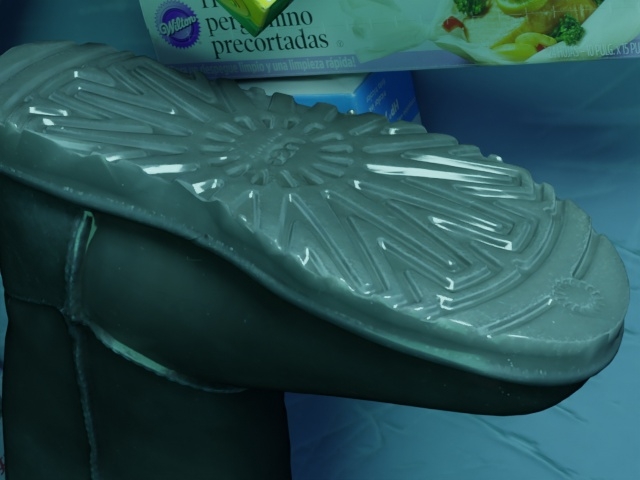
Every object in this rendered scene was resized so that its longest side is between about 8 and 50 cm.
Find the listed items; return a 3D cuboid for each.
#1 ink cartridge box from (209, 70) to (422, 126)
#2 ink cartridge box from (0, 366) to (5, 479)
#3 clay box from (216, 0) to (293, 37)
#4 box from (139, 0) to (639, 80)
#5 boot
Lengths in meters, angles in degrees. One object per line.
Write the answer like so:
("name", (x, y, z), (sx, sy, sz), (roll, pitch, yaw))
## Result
("ink cartridge box", (0.000, 0.000, 0.821), (0.134, 0.078, 0.231), (1, 121, 27))
("ink cartridge box", (-0.318, 0.122, 1.011), (0.093, 0.154, 0.212), (0, 120, 25))
("clay box", (-0.067, -0.225, 0.671), (0.222, 0.127, 0.053), (44, 168, 0))
("box", (0.058, -0.130, 0.715), (0.324, 0.067, 0.063), (1, 120, 27))
("boot", (-0.034, 0.140, 0.781), (0.367, 0.146, 0.445), (24, 127, 26))
